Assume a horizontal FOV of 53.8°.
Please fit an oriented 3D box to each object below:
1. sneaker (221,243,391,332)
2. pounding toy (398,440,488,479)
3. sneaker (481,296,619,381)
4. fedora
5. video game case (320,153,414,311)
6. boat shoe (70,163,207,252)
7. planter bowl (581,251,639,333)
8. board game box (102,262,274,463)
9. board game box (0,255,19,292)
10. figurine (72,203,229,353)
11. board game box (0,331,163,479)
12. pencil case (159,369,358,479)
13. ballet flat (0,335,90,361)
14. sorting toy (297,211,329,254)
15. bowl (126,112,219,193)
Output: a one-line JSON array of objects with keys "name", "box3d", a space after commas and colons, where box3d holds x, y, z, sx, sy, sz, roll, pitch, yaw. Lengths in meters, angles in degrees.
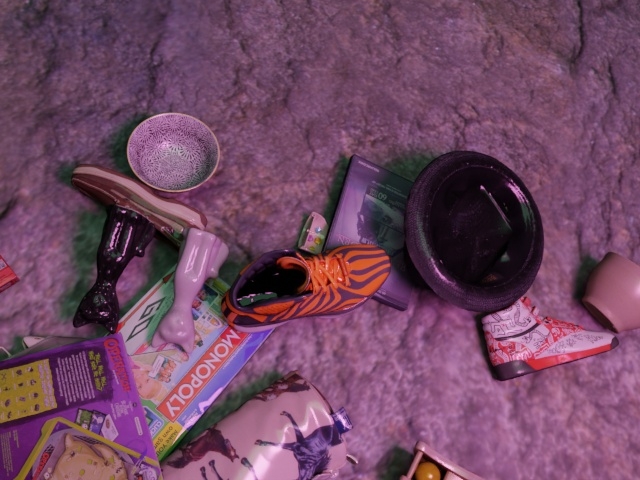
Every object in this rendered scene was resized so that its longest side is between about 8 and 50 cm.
[{"name": "sneaker", "box3d": [-0.006, 0.070, 1.064, 0.321, 0.180, 0.124, -20, 77, -18]}, {"name": "pounding toy", "box3d": [0.237, 0.463, 1.022, 0.269, 0.154, 0.155, 32, 64, 2]}, {"name": "sneaker", "box3d": [0.445, 0.172, 1.231, 0.270, 0.090, 0.145, -11, 73, -15]}, {"name": "fedora", "box3d": [0.268, -0.009, 1.219, 0.334, 0.152, 0.334, 9, 69, -25]}, {"name": "video game case", "box3d": [0.115, -0.019, 1.257, 0.196, 0.026, 0.274, 24, 63, -13]}, {"name": "boat shoe", "box3d": [-0.341, -0.051, 1.146, 0.257, 0.095, 0.095, 23, 70, -3]}, {"name": "planter bowl", "box3d": [0.600, 0.117, 1.268, 0.109, 0.162, 0.162, -42, 80, 3]}, {"name": "board game box", "box3d": [-0.256, 0.200, 1.082, 0.213, 0.046, 0.317, 38, 64, 6]}, {"name": "board game box", "box3d": [-0.670, 0.091, 1.043, 0.281, 0.027, 0.145, -38, 78, -24]}, {"name": "figurine", "box3d": [-0.283, 0.071, 1.059, 0.215, 0.092, 0.209, 17, 79, -5]}, {"name": "board game box", "box3d": [-0.345, 0.295, 0.887, 0.208, 0.056, 0.347, -14, 48, -20]}, {"name": "pencil case", "box3d": [-0.142, 0.378, 0.968, 0.410, 0.160, 0.183, -31, 63, -23]}, {"name": "ballet flat", "box3d": [-0.485, 0.191, 1.019, 0.213, 0.072, 0.068, -26, 71, -21]}, {"name": "sorting toy", "box3d": [0.000, 0.000, 1.232, 0.075, 0.045, 0.083, 24, 63, -10]}, {"name": "bowl", "box3d": [-0.280, -0.151, 1.208, 0.170, 0.080, 0.170, 5, 65, -11]}]
